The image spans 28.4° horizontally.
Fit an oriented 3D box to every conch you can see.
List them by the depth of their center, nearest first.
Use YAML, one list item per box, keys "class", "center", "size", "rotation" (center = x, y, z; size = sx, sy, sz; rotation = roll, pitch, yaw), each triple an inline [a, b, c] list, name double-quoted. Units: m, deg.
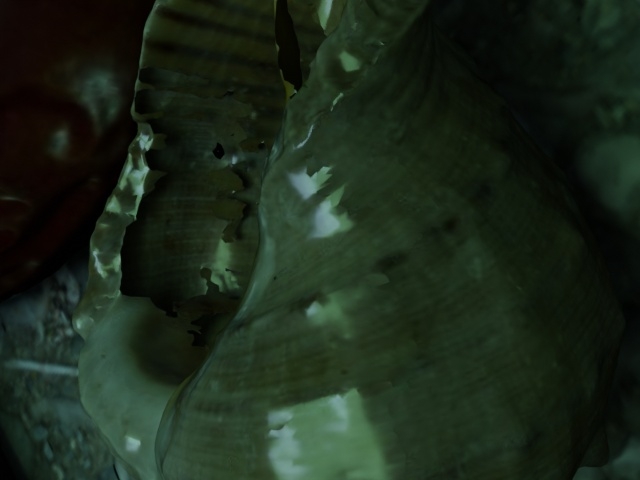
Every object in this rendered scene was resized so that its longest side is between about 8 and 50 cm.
- class: "conch"
  center: [0.006, 0.003, 0.536]
  size: [0.263, 0.186, 0.324]
  rotation: [9, 88, 38]

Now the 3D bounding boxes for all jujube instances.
- class: "jujube"
  center: [-0.195, -0.083, 0.686]
  size: [0.318, 0.223, 0.223]
  rotation: [-46, 64, 36]

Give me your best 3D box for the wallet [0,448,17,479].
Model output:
- class: "wallet"
  center: [-0.275, 0.090, 0.758]
  size: [0.044, 0.170, 0.321]
  rotation: [-41, 67, 16]
